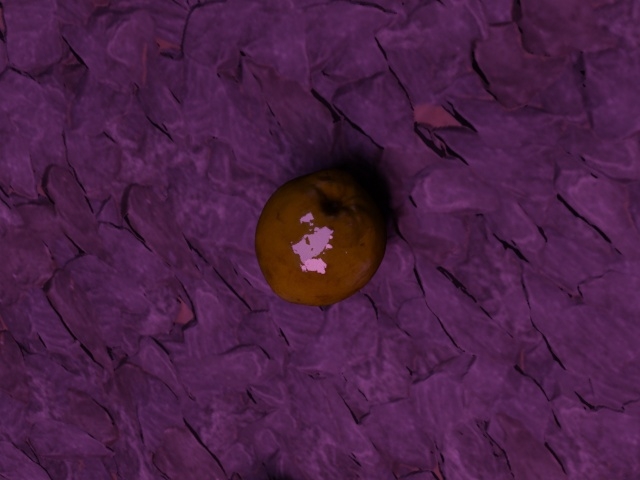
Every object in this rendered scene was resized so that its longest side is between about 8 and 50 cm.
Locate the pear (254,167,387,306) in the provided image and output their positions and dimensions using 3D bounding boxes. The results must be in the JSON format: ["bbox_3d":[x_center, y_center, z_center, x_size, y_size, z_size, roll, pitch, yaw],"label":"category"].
[{"bbox_3d":[0.000,0.000,1.301,0.107,0.107,0.131,36,143,14],"label":"pear"}]
